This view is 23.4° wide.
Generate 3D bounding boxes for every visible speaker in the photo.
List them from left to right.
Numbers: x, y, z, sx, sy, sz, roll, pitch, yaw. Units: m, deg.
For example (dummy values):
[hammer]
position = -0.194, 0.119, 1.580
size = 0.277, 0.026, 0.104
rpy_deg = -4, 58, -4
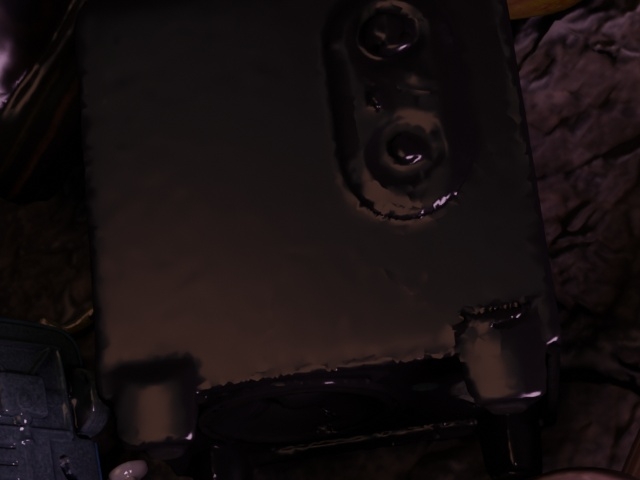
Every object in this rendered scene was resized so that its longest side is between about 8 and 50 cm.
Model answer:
[speaker]
position = 0.000, 0.000, 0.831
size = 0.232, 0.184, 0.253
rpy_deg = -8, 67, 6

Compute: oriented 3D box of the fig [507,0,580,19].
[fig]
position = 0.119, -0.152, 0.934
size = 0.093, 0.093, 0.166
rpy_deg = 43, 117, 28

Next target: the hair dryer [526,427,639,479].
[hair dryer]
position = 0.182, 0.079, 0.761
size = 0.107, 0.189, 0.344
rpy_deg = 15, 66, 27

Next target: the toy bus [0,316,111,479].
[toy bus]
position = -0.191, 0.173, 0.886
size = 0.134, 0.114, 0.246
rpy_deg = -34, 58, 37

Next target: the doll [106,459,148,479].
[doll]
position = -0.102, 0.171, 0.903
size = 0.085, 0.040, 0.058
rpy_deg = 33, 116, 45

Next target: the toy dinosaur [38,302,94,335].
[toy dinosaur]
position = -0.095, 0.016, 0.965
size = 0.180, 0.037, 0.058
rpy_deg = -17, 78, 21

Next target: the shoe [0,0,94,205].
[shoe]
position = -0.194, -0.228, 0.959
size = 0.237, 0.171, 0.384
rpy_deg = 29, 71, -17
